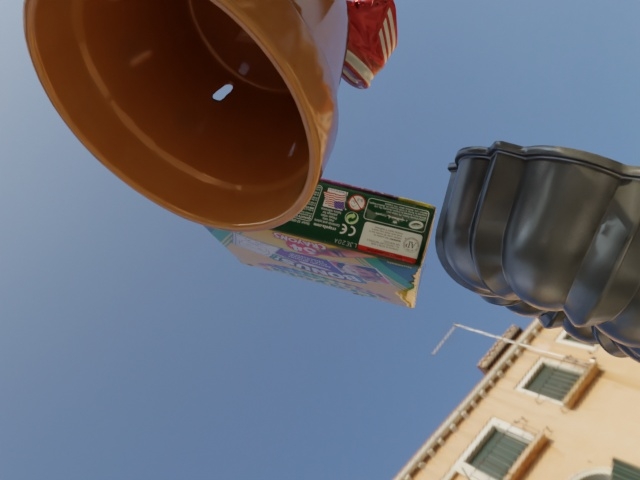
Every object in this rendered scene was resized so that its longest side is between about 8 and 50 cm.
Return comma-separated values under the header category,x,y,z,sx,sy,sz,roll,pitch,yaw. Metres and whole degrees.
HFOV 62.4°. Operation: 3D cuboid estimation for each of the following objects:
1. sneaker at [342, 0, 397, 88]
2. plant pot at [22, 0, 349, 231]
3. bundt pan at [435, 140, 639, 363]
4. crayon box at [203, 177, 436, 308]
category,x,y,z,sx,sy,sz,roll,pitch,yaw
sneaker,0.028,-0.351,0.807,0.221,0.087,0.128,42,-96,-25
plant pot,-0.099,-0.180,0.527,0.291,0.291,0.203,43,-128,-22
bundt pan,0.260,0.031,0.528,0.331,0.331,0.124,26,-92,-26
crayon box,0.000,0.000,0.908,0.363,0.313,0.106,14,-106,13
